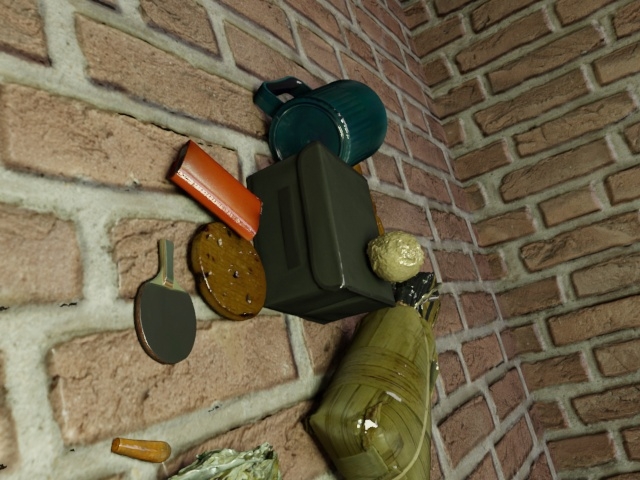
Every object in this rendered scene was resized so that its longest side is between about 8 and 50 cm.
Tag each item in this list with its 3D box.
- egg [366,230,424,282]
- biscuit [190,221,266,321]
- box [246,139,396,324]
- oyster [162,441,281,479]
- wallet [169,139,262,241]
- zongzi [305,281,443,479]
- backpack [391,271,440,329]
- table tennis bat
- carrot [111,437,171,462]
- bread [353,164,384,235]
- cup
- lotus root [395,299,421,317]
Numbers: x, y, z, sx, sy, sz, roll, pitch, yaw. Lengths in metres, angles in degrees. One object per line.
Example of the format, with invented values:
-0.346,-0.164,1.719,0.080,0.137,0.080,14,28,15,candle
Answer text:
0.162,0.033,1.230,0.118,0.116,0.140,42,3,-6,egg
-0.178,0.060,1.124,0.212,0.036,0.212,44,35,-42,biscuit
0.001,0.000,1.310,0.251,0.205,0.345,26,49,-54,box
-0.152,0.396,0.844,0.162,0.158,0.351,-70,163,11,oyster
-0.206,-0.102,1.149,0.204,0.045,0.142,42,26,-27,wallet
0.197,0.409,1.359,0.500,0.218,0.466,-55,131,-47,zongzi
0.283,0.222,1.752,0.206,0.133,0.258,67,31,-30,backpack
-0.260,0.101,0.967,0.130,0.019,0.220,28,49,-53,table tennis bat
-0.255,0.302,0.821,0.093,0.032,0.032,33,43,-44,carrot
0.120,-0.080,1.719,0.124,0.084,0.343,-16,85,-45,bread
0.009,-0.320,1.518,0.307,0.242,0.292,65,30,-12,cup
0.206,0.322,1.516,0.169,0.151,0.342,22,55,-31,lotus root
